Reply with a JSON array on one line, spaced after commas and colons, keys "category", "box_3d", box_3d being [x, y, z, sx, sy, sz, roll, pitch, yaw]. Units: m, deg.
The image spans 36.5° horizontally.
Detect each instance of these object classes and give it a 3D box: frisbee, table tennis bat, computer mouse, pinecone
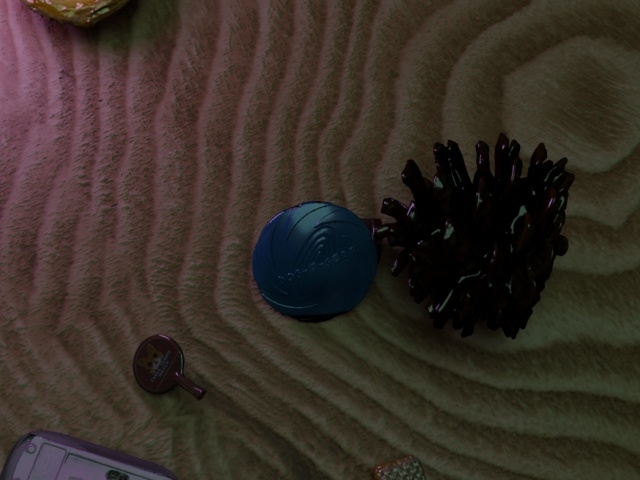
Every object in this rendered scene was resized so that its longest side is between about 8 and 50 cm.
[{"category": "frisbee", "box_3d": [-0.009, 0.045, 1.844, 0.242, 0.045, 0.242, -1, 106, -5]}, {"category": "table tennis bat", "box_3d": [-0.255, 0.250, 1.819, 0.170, 0.119, 0.107, 30, 93, 28]}, {"category": "computer mouse", "box_3d": [-0.398, 0.435, 1.691, 0.310, 0.072, 0.158, 18, 67, -1]}, {"category": "pinecone", "box_3d": [0.283, -0.014, 1.792, 0.398, 0.397, 0.397, 3, 69, -7]}]

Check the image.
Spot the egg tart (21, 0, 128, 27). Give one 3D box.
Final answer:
[{"category": "egg tart", "box_3d": [-0.512, -0.571, 2.033, 0.315, 0.120, 0.315, 2, 71, -6]}]

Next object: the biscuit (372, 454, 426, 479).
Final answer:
[{"category": "biscuit", "box_3d": [0.188, 0.577, 1.732, 0.094, 0.054, 0.378, -13, 72, -12]}]

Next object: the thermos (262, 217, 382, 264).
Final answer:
[{"category": "thermos", "box_3d": [0.001, 0.000, 1.901, 0.232, 0.099, 0.124, 3, 80, -8]}]
